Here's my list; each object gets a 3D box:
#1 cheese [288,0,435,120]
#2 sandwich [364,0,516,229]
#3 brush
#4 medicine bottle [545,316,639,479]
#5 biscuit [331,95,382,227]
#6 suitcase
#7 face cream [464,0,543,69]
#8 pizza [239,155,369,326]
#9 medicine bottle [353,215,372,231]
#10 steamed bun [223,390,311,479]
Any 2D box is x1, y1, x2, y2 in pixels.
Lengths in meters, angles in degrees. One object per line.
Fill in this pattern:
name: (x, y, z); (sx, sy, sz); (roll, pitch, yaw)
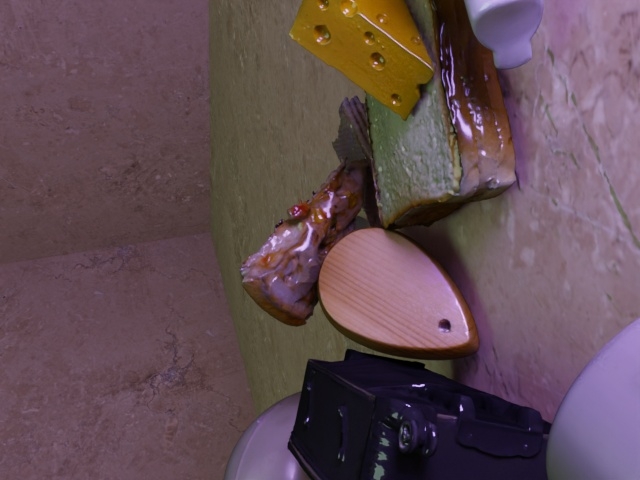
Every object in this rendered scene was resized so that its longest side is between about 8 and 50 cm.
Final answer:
cheese: (0.068, -0.234, 0.851); (0.171, 0.126, 0.093); (56, 145, 17)
sandwich: (0.141, -0.180, 0.915); (0.271, 0.099, 0.301); (159, 105, -69)
brush: (0.127, 0.103, 1.055); (0.266, 0.174, 0.166); (34, 174, 28)
medicine bottle: (0.298, 0.193, 0.362); (0.340, 0.208, 0.208); (-125, 29, -56)
biscuit: (0.086, -0.134, 1.207); (0.108, 0.061, 0.239); (102, 153, -49)
suitcase: (0.130, 0.263, 0.879); (0.434, 0.282, 0.194); (-178, 101, -75)
face cream: (0.149, -0.360, 0.698); (0.145, 0.145, 0.370); (129, 128, -70)
pizza: (0.000, 0.000, 1.111); (0.071, 0.297, 0.189); (16, 150, 39)
medicine bottle: (0.043, 0.024, 1.362); (0.191, 0.106, 0.107); (117, 141, -65)
steamed bun: (-0.021, 0.476, 1.396); (0.333, 0.374, 0.334); (19, 124, 32)
